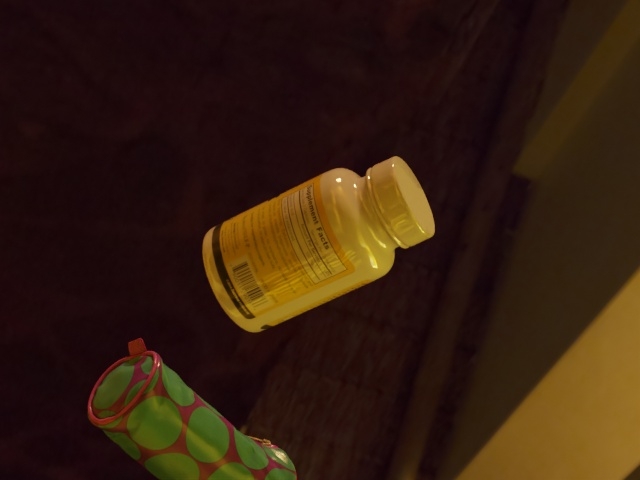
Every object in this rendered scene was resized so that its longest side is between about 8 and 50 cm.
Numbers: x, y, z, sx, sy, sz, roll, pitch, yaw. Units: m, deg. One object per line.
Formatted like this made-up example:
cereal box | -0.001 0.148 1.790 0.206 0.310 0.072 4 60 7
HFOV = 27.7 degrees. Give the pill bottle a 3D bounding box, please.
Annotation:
pill bottle | 0.000 0.000 0.704 0.065 0.116 0.065 54 -159 -32

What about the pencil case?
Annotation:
pencil case | -0.088 0.139 0.906 0.152 0.064 0.070 44 -129 -28
